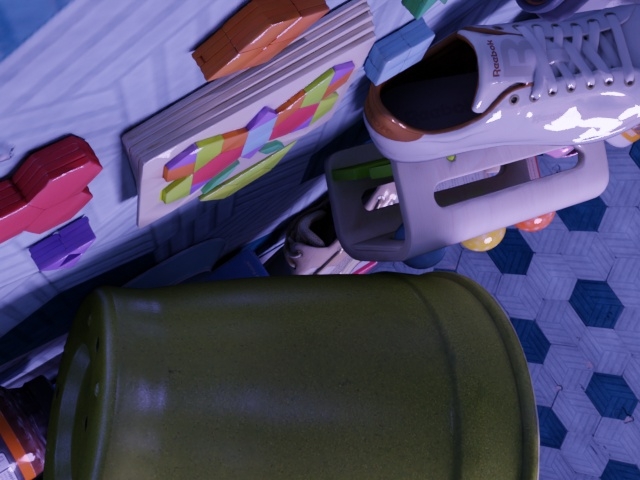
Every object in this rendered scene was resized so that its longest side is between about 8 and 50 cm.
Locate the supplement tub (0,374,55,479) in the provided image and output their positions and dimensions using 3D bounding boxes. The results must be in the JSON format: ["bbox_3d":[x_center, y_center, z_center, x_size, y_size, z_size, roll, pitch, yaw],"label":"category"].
[{"bbox_3d":[-0.344,0.212,0.877,0.198,0.106,0.106,-31,173,-26],"label":"supplement tub"}]

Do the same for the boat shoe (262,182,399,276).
[{"bbox_3d":[0.000,0.000,1.139,0.302,0.109,0.098,-36,136,27],"label":"boat shoe"}]

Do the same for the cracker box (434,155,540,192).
[{"bbox_3d":[0.175,-0.062,1.257,0.232,0.067,0.156,-11,174,-7],"label":"cracker box"}]

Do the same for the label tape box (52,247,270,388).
[{"bbox_3d":[-0.156,0.201,1.058,0.334,0.240,0.106,-35,-179,-21],"label":"label tape box"}]

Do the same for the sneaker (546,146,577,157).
[{"bbox_3d":[0.321,-0.172,1.256,0.112,0.131,0.319,-39,173,26],"label":"sneaker"}]

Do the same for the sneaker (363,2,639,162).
[{"bbox_3d":[0.176,-0.129,0.719,0.290,0.106,0.123,-16,170,7],"label":"sneaker"}]

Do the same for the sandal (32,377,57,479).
[{"bbox_3d":[-0.391,0.265,0.989,0.446,0.167,0.107,-38,153,-40],"label":"sandal"}]

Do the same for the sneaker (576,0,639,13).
[{"bbox_3d":[0.302,-0.181,0.842,0.108,0.169,0.292,-59,-174,-26],"label":"sneaker"}]

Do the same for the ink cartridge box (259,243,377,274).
[{"bbox_3d":[-0.040,0.069,1.380,0.172,0.100,0.237,-31,173,-24],"label":"ink cartridge box"}]

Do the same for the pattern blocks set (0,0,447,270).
[{"bbox_3d":[-0.048,-0.075,0.574,0.325,0.026,0.285,-34,174,-3],"label":"pattern blocks set"}]

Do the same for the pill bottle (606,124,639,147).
[{"bbox_3d":[0.442,-0.255,1.108,0.278,0.162,0.162,-38,173,28],"label":"pill bottle"}]

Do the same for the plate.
[{"bbox_3d":[-0.175,0.058,0.948,0.188,0.024,0.188,-34,173,-5],"label":"plate"}]

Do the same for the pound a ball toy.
[{"bbox_3d":[0.155,-0.061,0.966,0.319,0.135,0.208,-16,-172,-32],"label":"pound a ball toy"}]

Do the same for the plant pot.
[{"bbox_3d":[-0.056,0.180,0.825,0.353,0.366,0.366,11,151,-24],"label":"plant pot"}]

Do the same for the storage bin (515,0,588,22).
[{"bbox_3d":[0.085,-0.164,0.346,0.091,0.098,0.135,3,154,-30],"label":"storage bin"}]
